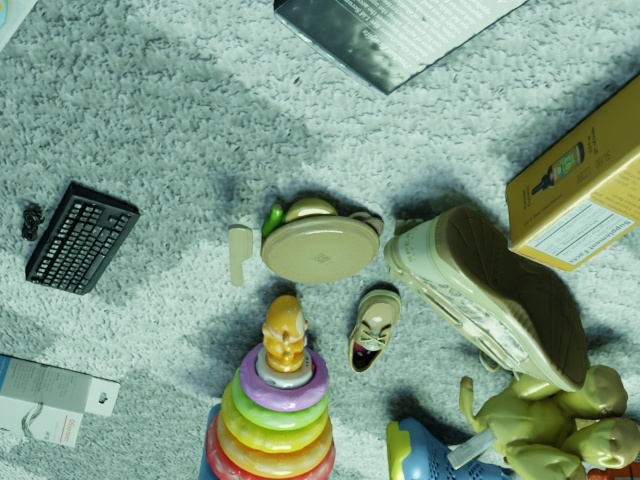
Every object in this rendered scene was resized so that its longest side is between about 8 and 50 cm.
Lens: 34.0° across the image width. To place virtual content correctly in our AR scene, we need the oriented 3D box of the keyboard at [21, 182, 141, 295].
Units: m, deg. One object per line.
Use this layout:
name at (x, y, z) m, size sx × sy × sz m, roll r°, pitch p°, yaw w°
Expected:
keyboard at (-0.273, 0.002, 1.122) m, size 0.108 × 0.023 × 0.180 m, roll 22°, pitch 139°, yaw -19°

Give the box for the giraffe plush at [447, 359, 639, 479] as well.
giraffe plush at (0.268, 0.225, 1.232) m, size 0.210 × 0.181 × 0.170 m, roll -21°, pitch 157°, yaw 16°

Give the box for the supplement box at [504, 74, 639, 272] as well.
supplement box at (0.261, -0.065, 0.909) m, size 0.080 × 0.078 × 0.233 m, roll 23°, pitch 140°, yaw -24°

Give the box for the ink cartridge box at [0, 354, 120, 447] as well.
ink cartridge box at (-0.364, 0.215, 1.378) m, size 0.180 × 0.060 × 0.104 m, roll 15°, pitch 141°, yaw -10°

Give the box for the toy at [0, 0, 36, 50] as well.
toy at (-0.304, -0.202, 0.837) m, size 0.137 × 0.056 × 0.237 m, roll 29°, pitch 137°, yaw -24°

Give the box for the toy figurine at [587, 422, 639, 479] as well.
toy figurine at (0.389, 0.354, 1.341) m, size 0.210 × 0.148 × 0.213 m, roll 33°, pitch 124°, yaw -18°

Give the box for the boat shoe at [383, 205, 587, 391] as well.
boat shoe at (0.182, 0.066, 1.079) m, size 0.089 × 0.104 × 0.285 m, roll -18°, pitch 131°, yaw 39°

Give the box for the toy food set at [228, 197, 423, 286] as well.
toy food set at (0.000, 0.000, 1.073) m, size 0.192 × 0.038 × 0.132 m, roll -1°, pitch 148°, yaw -7°

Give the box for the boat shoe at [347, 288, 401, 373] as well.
boat shoe at (0.061, 0.105, 1.183) m, size 0.050 × 0.045 × 0.135 m, roll 9°, pitch 142°, yaw -3°

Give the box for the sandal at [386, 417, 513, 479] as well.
sandal at (0.178, 0.319, 1.392) m, size 0.138 × 0.126 × 0.317 m, roll -13°, pitch 146°, yaw 19°

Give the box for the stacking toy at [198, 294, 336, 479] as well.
stacking toy at (-0.050, 0.179, 1.237) m, size 0.166 × 0.175 × 0.301 m, roll 7°, pitch 129°, yaw -3°

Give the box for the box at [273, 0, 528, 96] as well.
box at (0.080, -0.219, 0.678) m, size 0.108 × 0.153 × 0.207 m, roll 32°, pitch 137°, yaw -30°
